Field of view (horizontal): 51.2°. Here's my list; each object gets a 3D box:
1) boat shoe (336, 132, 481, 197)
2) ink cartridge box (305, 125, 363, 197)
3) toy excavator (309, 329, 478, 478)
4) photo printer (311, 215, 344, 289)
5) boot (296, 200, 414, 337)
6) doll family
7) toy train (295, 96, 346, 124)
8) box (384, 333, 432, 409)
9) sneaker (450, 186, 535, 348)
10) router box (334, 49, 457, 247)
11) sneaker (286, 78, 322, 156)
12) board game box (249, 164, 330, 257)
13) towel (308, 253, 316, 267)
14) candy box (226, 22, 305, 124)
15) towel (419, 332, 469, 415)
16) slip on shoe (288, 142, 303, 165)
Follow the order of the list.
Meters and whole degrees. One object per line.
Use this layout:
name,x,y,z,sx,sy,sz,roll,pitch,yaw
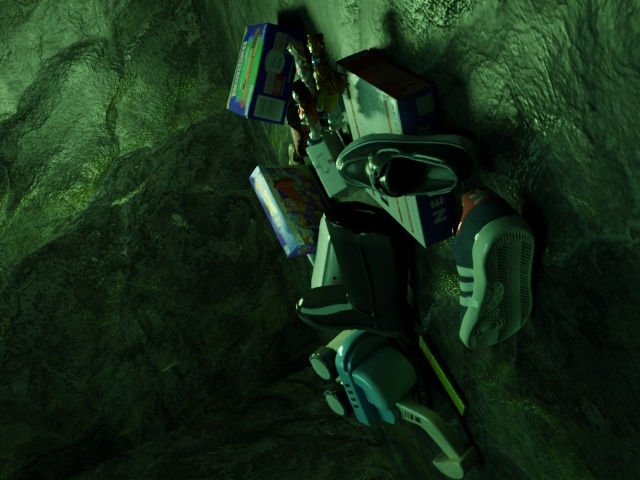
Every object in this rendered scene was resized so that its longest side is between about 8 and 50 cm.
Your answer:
boat shoe,0.135,-0.125,1.204,0.301,0.102,0.108,6,129,40
ink cartridge box,0.034,-0.221,1.881,0.115,0.067,0.198,-5,-113,-60
toy excavator,0.228,0.478,2.000,0.445,0.222,0.433,10,129,51
photo printer,0.044,0.056,2.185,0.256,0.107,0.308,-106,23,-72
boot,0.067,0.081,1.850,0.445,0.367,0.146,73,-153,-49
doll family,0.002,-0.339,1.401,0.163,0.118,0.263,70,-171,-48
toy train,0.000,-0.356,1.791,0.184,0.105,0.080,-160,52,-76
box,0.258,0.386,2.234,0.293,0.073,0.296,-129,19,-54
sneaker,0.290,0.050,1.177,0.350,0.131,0.148,86,166,-47
router box,0.157,-0.196,1.394,0.301,0.082,0.335,-128,17,-55
sneaker,-0.067,-0.392,2.040,0.314,0.116,0.136,86,162,-59
board game box,-0.080,-0.114,2.395,0.078,0.233,0.347,-49,59,41
towel,0.000,0.000,2.460,0.034,0.209,0.285,-43,61,31
candy box,-0.169,-0.496,1.979,0.317,0.122,0.268,-138,60,-68
towel,0.348,0.379,1.894,0.237,0.021,0.102,60,174,28
slip on shoe,-0.091,-0.306,2.558,0.041,0.051,0.135,-120,20,-47
